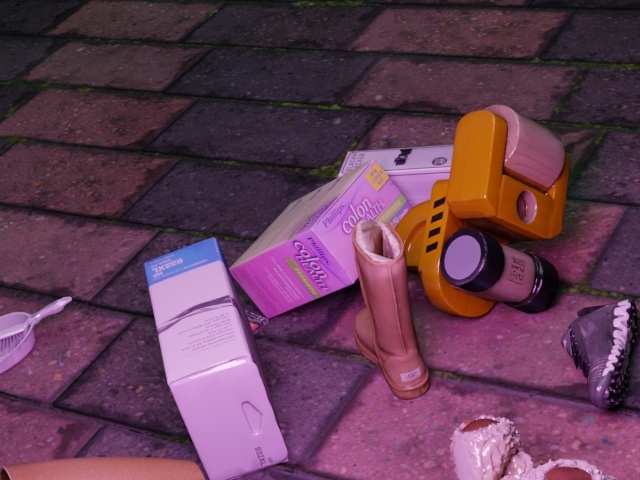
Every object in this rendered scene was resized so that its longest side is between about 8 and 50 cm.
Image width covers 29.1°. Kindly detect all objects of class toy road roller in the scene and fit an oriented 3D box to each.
[{"bbox_3d":[0.246,-0.040,1.999,0.240,0.202,0.330,0,75,46],"label":"toy road roller"}]

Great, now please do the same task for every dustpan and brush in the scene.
[{"bbox_3d":[-0.541,0.162,2.219,0.211,0.060,0.147,-22,33,-10],"label":"dustpan and brush"}]

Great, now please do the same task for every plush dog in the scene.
[{"bbox_3d":[0.299,0.342,1.522,0.225,0.211,0.262,2,9,-27],"label":"plush dog"}]

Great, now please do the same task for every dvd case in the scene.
[{"bbox_3d":[-0.160,0.159,2.116,0.087,0.013,0.119,18,45,41],"label":"dvd case"}]

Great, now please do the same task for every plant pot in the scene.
[{"bbox_3d":[-0.279,0.385,1.661,0.254,0.237,0.237,-13,30,-23],"label":"plant pot"}]

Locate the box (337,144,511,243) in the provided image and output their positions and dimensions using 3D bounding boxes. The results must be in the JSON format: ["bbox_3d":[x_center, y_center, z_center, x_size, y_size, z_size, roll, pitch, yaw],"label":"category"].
[{"bbox_3d":[0.190,-0.078,2.188,0.289,0.169,0.087,-4,35,18],"label":"box"}]

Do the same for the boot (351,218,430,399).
[{"bbox_3d":[0.095,0.079,1.895,0.089,0.270,0.236,-22,34,-12],"label":"boot"}]

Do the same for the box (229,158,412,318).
[{"bbox_3d":[0.000,0.000,2.102,0.243,0.117,0.213,-27,16,47],"label":"box"}]

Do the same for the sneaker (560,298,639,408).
[{"bbox_3d":[0.405,0.169,1.821,0.106,0.078,0.234,-2,31,24],"label":"sneaker"}]

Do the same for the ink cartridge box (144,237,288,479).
[{"bbox_3d":[-0.162,0.180,1.882,0.129,0.223,0.307,-19,36,-3],"label":"ink cartridge box"}]
